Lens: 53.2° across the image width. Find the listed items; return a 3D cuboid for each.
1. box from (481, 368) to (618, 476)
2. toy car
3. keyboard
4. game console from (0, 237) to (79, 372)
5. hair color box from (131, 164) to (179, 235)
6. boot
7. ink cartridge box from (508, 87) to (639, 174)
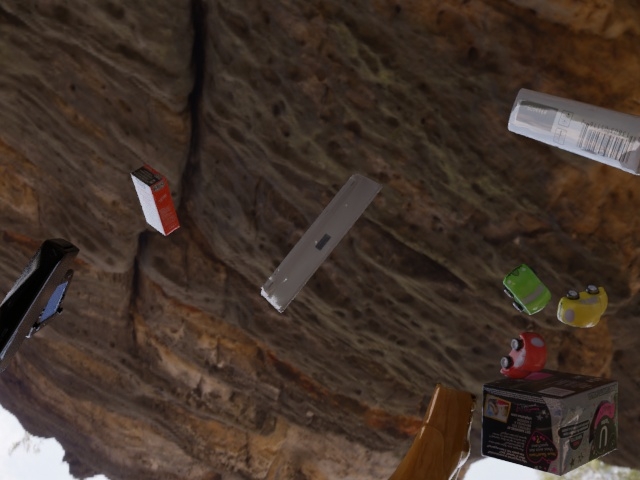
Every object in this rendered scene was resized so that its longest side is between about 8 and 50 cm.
[{"bbox_3d":[0.443,0.340,1.220,0.247,0.163,0.142,1,-90,-44],"label":"box"},{"bbox_3d":[0.385,0.128,1.106,0.225,0.239,0.053,47,-176,-35],"label":"toy car"},{"bbox_3d":[0.000,0.000,1.026,0.256,0.014,0.072,-51,-136,-3],"label":"keyboard"},{"bbox_3d":[-0.442,0.092,1.015,0.044,0.361,0.213,32,-94,-11],"label":"game console"},{"bbox_3d":[-0.351,-0.085,1.366,0.072,0.141,0.043,33,-124,30],"label":"hair color box"},{"bbox_3d":[0.178,0.348,1.079,0.104,0.211,0.295,13,180,32],"label":"boot"},{"bbox_3d":[0.586,-0.176,1.154,0.385,0.091,0.308,6,-162,-27],"label":"ink cartridge box"}]
